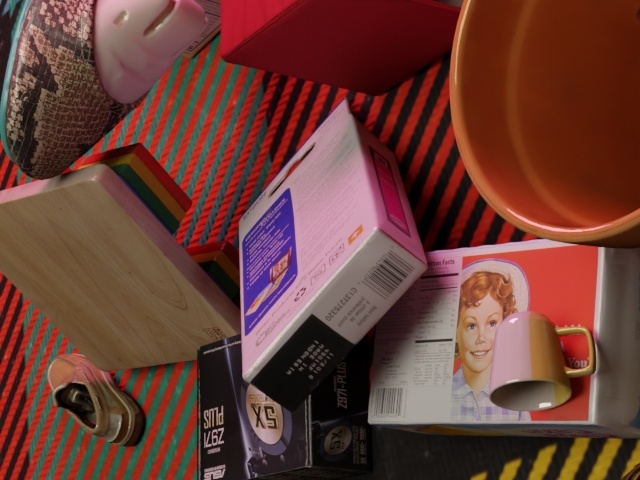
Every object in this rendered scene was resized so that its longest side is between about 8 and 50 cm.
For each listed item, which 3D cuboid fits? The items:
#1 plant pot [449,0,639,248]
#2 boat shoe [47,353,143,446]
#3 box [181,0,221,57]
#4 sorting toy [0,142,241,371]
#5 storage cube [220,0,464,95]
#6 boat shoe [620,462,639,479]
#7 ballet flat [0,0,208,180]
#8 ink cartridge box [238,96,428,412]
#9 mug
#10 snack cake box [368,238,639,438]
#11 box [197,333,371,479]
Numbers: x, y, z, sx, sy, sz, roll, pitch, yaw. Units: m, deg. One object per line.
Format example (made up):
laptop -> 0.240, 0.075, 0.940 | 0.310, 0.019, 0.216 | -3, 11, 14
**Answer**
plant pot -> 0.266, -0.125, 1.251 | 0.291, 0.203, 0.291 | -19, 66, 49
boat shoe -> -0.274, 0.174, 1.953 | 0.190, 0.072, 0.068 | 26, 101, 52
box -> -0.136, -0.362, 1.891 | 0.243, 0.117, 0.213 | -37, 53, 39
sorting toy -> -0.215, 0.014, 1.807 | 0.255, 0.257, 0.089 | -11, 39, 44
storage cube -> 0.027, -0.266, 1.588 | 0.193, 0.215, 0.183 | -29, 59, 51
boat shoe -> 0.250, 0.195, 1.300 | 0.178, 0.060, 0.064 | -44, 49, 36
ballet flat -> -0.176, -0.287, 1.683 | 0.182, 0.164, 0.483 | 5, 71, 26
ink cartridge box -> 0.000, 0.000, 1.568 | 0.176, 0.069, 0.371 | -48, 19, 14
mug -> 0.166, 0.090, 1.306 | 0.062, 0.078, 0.064 | 105, 167, -60
snack cake box -> 0.161, 0.083, 1.420 | 0.264, 0.089, 0.152 | -7, 73, 50
box -> -0.039, 0.162, 1.657 | 0.180, 0.077, 0.147 | -19, 66, 47
